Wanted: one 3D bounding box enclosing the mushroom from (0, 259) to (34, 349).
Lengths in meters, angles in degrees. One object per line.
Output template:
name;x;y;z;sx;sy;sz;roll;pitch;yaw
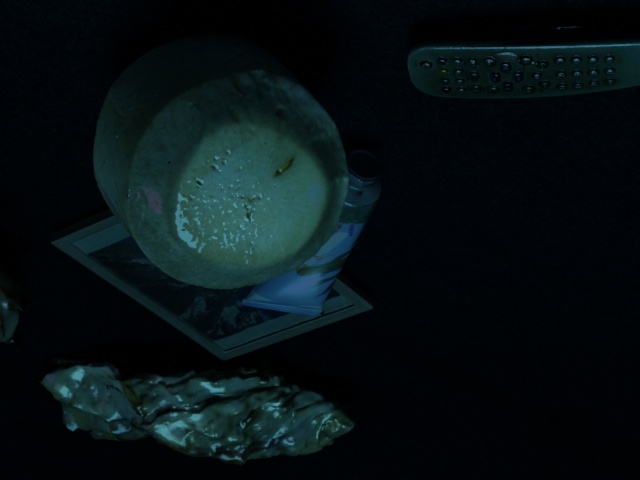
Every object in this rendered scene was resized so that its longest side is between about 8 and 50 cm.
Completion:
mushroom;-0.466;0.053;1.718;0.345;0.260;0.345;22;142;19

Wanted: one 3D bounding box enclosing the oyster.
oyster;-0.139;0.204;1.979;0.354;0.107;0.201;-2;150;7

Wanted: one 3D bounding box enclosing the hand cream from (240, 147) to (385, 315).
hand cream;0.000;0.000;1.698;0.088;0.055;0.256;6;145;-20

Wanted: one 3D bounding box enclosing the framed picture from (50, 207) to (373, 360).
framed picture;-0.105;0.029;1.788;0.209;0.019;0.281;-22;139;32

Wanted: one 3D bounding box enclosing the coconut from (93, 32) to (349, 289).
coconut;-0.087;-0.068;1.489;0.202;0.222;0.202;-7;112;-18

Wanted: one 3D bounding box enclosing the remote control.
remote control;0.184;-0.152;1.474;0.222;0.042;0.072;-2;146;9
